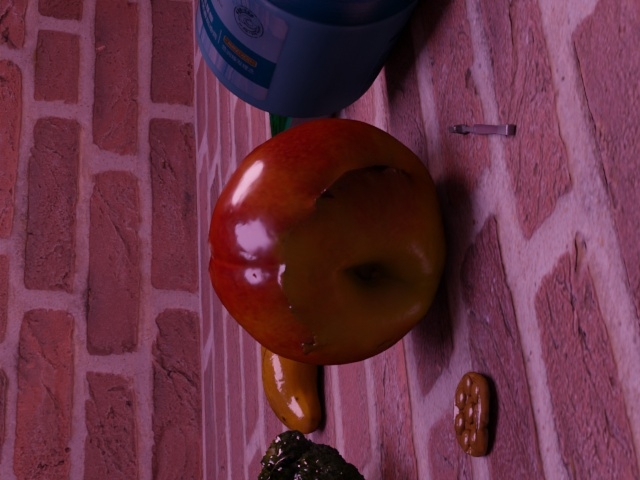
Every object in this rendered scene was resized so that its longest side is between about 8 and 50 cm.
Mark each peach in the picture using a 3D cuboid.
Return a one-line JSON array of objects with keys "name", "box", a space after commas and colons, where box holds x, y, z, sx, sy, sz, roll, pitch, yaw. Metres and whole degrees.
[{"name": "peach", "box": [0.000, 0.000, 1.730, 0.370, 0.370, 0.370, -176, 90, -76]}]

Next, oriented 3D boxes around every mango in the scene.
[{"name": "mango", "box": [-0.060, 0.254, 2.367, 0.157, 0.109, 0.262, 118, 151, -50]}]

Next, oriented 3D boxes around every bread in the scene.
[{"name": "bread", "box": [0.192, 0.217, 1.548, 0.110, 0.024, 0.110, -176, 90, -77]}]

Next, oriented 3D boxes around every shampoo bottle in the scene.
[{"name": "shampoo bottle", "box": [-0.013, -0.406, 1.906, 0.342, 0.331, 0.331, 118, 152, -63]}]

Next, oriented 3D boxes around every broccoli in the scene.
[{"name": "broccoli", "box": [-0.024, 0.457, 1.858, 0.304, 0.283, 0.321, 52, 157, 21]}]

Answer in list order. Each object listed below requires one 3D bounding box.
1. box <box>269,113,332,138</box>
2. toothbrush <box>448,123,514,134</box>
[{"name": "box", "box": [-0.020, -0.334, 2.368, 0.336, 0.106, 0.264, 111, 157, -48]}, {"name": "toothbrush", "box": [0.208, -0.144, 1.597, 0.194, 0.017, 0.014, -162, 70, -73]}]
